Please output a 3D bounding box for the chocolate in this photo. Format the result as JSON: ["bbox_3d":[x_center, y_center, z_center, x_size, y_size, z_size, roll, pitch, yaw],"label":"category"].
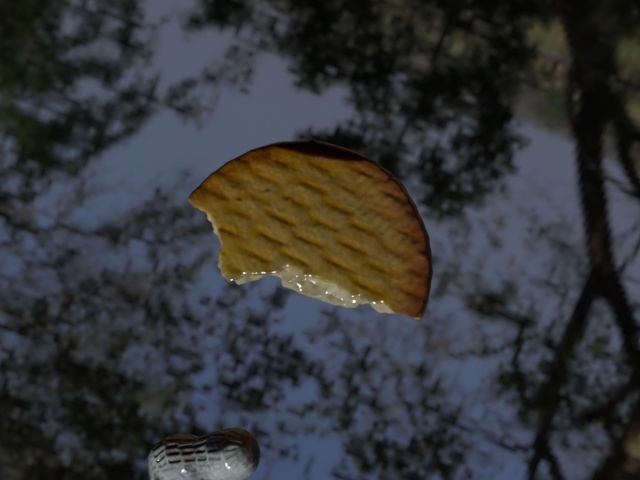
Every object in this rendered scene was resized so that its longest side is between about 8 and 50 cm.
[{"bbox_3d":[-0.146,0.269,2.065,0.167,0.072,0.072,-14,164,35],"label":"chocolate"}]

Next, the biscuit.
[{"bbox_3d":[0.000,0.000,1.494,0.228,0.176,0.031,52,-178,19],"label":"biscuit"}]
